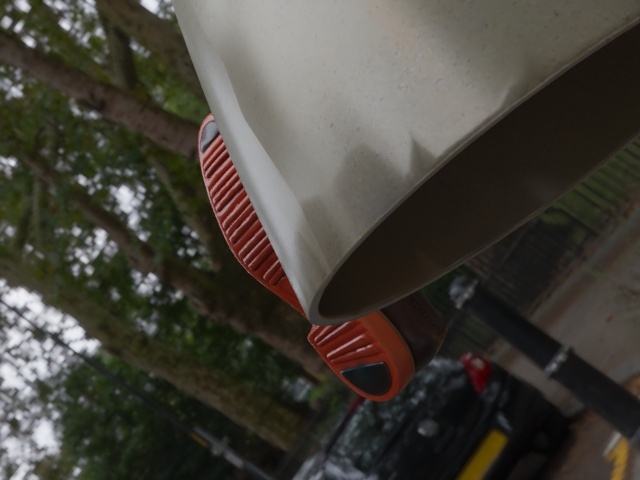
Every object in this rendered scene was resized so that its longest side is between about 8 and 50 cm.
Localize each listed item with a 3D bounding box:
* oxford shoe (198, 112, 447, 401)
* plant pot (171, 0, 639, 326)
[{"bbox_3d":[0.000,0.000,0.886,0.098,0.271,0.097,-35,0,-37],"label":"oxford shoe"},{"bbox_3d":[0.028,-0.144,0.521,0.256,0.274,0.256,-32,-14,-9],"label":"plant pot"}]
